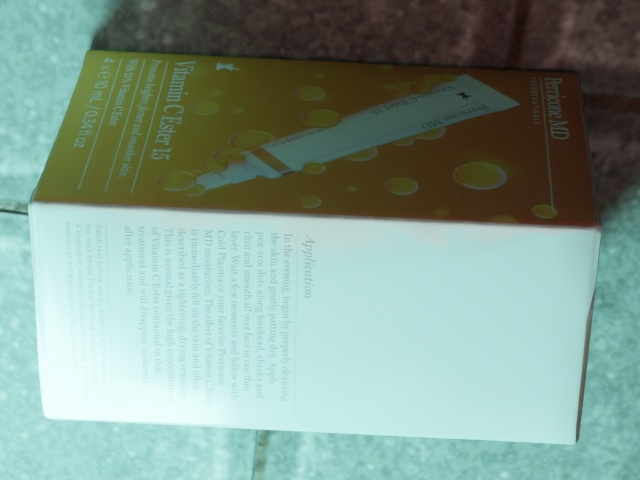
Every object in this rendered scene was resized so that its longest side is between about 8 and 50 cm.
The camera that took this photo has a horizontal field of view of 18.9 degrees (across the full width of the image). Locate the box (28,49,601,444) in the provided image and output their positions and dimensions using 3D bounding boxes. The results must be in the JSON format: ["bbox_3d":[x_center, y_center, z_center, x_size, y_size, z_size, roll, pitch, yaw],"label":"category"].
[{"bbox_3d":[0.000,0.000,1.272,0.345,0.215,0.168,3,121,1],"label":"box"}]
